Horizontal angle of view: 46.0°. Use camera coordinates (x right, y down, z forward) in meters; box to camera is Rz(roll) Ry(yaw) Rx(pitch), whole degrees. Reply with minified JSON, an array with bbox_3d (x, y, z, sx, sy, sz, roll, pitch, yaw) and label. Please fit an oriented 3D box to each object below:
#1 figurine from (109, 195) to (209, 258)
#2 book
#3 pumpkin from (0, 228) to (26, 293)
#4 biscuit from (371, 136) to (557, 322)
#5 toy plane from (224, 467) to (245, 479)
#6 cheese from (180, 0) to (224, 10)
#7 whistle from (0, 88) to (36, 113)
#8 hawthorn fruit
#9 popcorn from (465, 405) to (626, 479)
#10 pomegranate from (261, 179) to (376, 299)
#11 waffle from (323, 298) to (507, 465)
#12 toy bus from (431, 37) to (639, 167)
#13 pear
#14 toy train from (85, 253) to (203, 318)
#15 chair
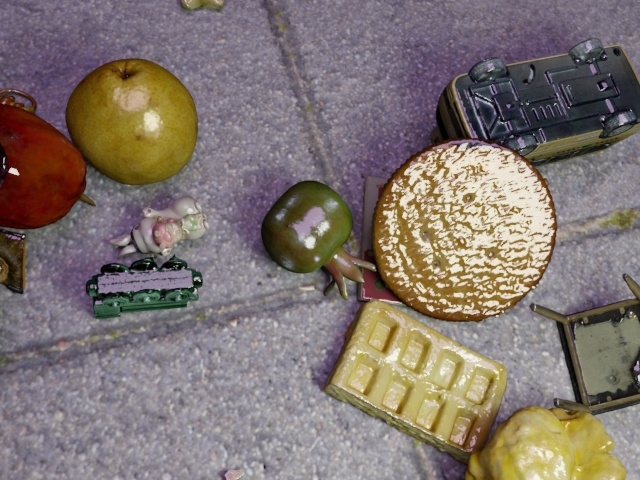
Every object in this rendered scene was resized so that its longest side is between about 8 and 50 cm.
[{"bbox_3d":[-0.256,-0.019,1.187,0.146,0.098,0.081,-26,85,-21],"label":"figurine"},{"bbox_3d":[0.149,0.004,1.289,0.162,0.022,0.232,8,65,-9],"label":"book"},{"bbox_3d":[-0.481,0.026,1.150,0.073,0.035,0.101,13,109,-1],"label":"pumpkin"},{"bbox_3d":[0.229,-0.014,1.207,0.305,0.038,0.306,0,100,-1],"label":"biscuit"},{"bbox_3d":[-0.115,0.386,1.070,0.049,0.031,0.121,-13,71,-21],"label":"toy plane"},{"bbox_3d":[-0.222,-0.453,1.422,0.083,0.030,0.044,-8,62,-19],"label":"cheese"},{"bbox_3d":[-0.534,-0.232,1.274,0.109,0.057,0.046,20,109,-10],"label":"whistle"},{"bbox_3d":[-0.442,-0.100,1.139,0.251,0.189,0.190,17,58,-42],"label":"hawthorn fruit"},{"bbox_3d":[0.298,0.342,1.063,0.190,0.191,0.253,41,75,-3],"label":"popcorn"},{"bbox_3d":[0.000,0.000,1.214,0.191,0.131,0.152,42,73,-6],"label":"pomegranate"},{"bbox_3d":[0.155,0.217,1.176,0.274,0.057,0.168,28,65,3],"label":"waffle"},{"bbox_3d":[0.382,-0.217,1.332,0.365,0.202,0.177,-13,76,-18],"label":"toy bus"},{"bbox_3d":[-0.299,-0.193,1.202,0.208,0.209,0.209,4,66,-8],"label":"pear"},{"bbox_3d":[-0.266,0.073,1.142,0.170,0.111,0.071,-4,68,-15],"label":"toy train"},{"bbox_3d":[0.471,0.181,1.201,0.272,0.166,0.188,22,53,-48],"label":"chair"}]
